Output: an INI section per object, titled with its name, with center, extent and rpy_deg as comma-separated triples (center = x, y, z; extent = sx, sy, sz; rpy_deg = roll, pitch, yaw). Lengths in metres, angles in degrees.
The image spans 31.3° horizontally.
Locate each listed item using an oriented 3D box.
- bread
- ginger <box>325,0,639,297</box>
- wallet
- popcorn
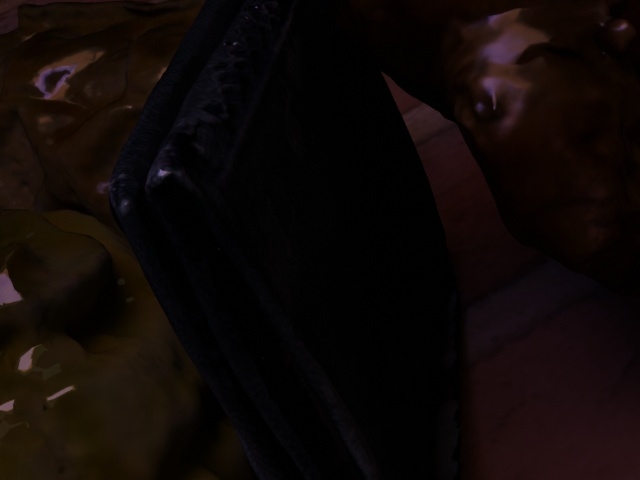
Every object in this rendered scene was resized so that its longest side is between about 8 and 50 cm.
[bread]
center = -0.107, -0.068, 0.780
extent = 0.252, 0.196, 0.238
rpy_deg = 2, 44, 28
[ginger]
center = 0.163, -0.105, 0.606
extent = 0.152, 0.357, 0.274
rpy_deg = -50, 59, 34
[wallet]
center = 0.000, 0.000, 0.554
extent = 0.075, 0.237, 0.342
rpy_deg = -23, 24, 17
[popcorn]
center = -0.145, 0.118, 0.528
extent = 0.293, 0.237, 0.293
rpy_deg = -16, 38, 13
